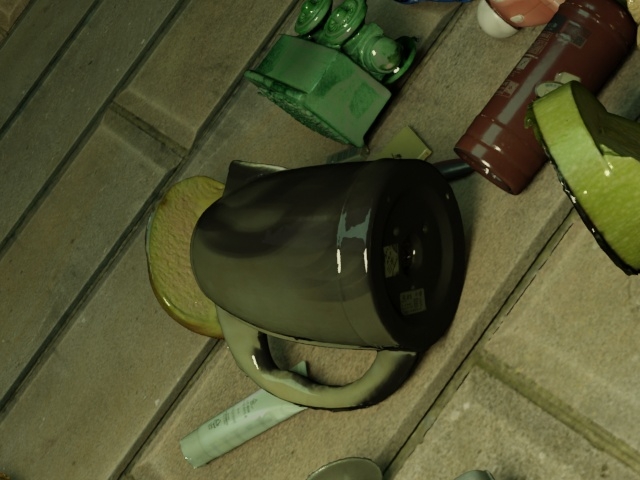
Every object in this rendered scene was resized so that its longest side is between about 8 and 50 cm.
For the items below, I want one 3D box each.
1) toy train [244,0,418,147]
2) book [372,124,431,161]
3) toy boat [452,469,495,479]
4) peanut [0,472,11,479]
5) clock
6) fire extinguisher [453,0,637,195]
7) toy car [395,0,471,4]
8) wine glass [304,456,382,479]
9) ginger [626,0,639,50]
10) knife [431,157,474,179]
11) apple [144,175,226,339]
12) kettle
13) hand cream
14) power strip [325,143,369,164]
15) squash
[{"bbox_3d":[0.020,-0.270,1.686,0.202,0.145,0.266,-54,29,0],"label":"toy train"},{"bbox_3d":[0.103,-0.105,1.572,0.111,0.014,0.077,-46,37,11],"label":"book"},{"bbox_3d":[0.189,0.339,1.047,0.078,0.085,0.260,-40,48,20],"label":"toy boat"},{"bbox_3d":[-0.498,0.448,1.717,0.103,0.098,0.229,-68,30,27],"label":"peanut"},{"bbox_3d":[0.297,-0.352,1.508,0.162,0.093,0.166,-2,59,59],"label":"clock"},{"bbox_3d":[0.302,-0.221,1.344,0.102,0.138,0.344,37,91,15],"label":"fire extinguisher"},{"bbox_3d":[0.190,-0.403,1.687,0.216,0.063,0.103,15,73,47],"label":"toy car"},{"bbox_3d":[0.057,0.345,1.164,0.103,0.103,0.231,-44,40,13],"label":"wine glass"},{"bbox_3d":[0.411,-0.249,1.255,0.074,0.138,0.213,97,-172,-69],"label":"ginger"},{"bbox_3d":[0.114,-0.077,1.521,0.247,0.018,0.035,-13,64,37],"label":"knife"},{"bbox_3d":[-0.188,0.022,1.656,0.120,0.193,0.265,-32,42,43],"label":"apple"},{"bbox_3d":[-0.012,0.057,1.376,0.324,0.228,0.320,1,102,35],"label":"kettle"},{"bbox_3d":[-0.097,0.236,1.481,0.205,0.050,0.078,-33,37,19],"label":"hand cream"},{"bbox_3d":[0.037,-0.122,1.661,0.083,0.017,0.027,-18,46,37],"label":"power strip"},{"bbox_3d":[0.310,-0.083,1.140,0.133,0.220,0.220,-39,37,25],"label":"squash"}]
